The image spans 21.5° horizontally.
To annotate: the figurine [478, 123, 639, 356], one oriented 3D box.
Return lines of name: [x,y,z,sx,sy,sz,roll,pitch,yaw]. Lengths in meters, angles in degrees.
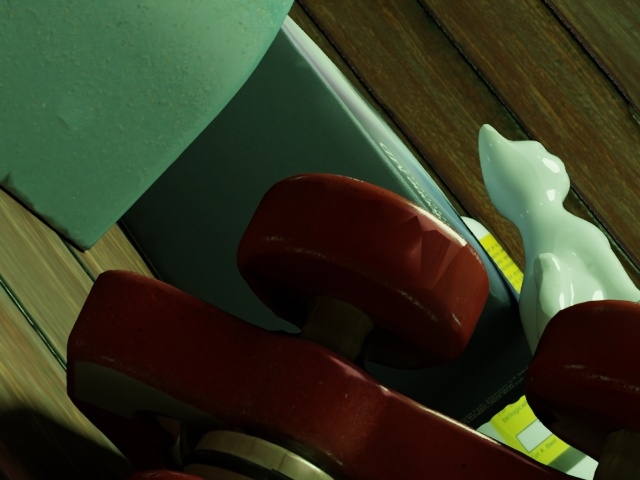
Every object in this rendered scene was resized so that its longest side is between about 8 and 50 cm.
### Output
figurine: [0.186,0.033,1.227,0.215,0.092,0.209,53,13,-47]

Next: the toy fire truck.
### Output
toy fire truck: [0.034,0.119,0.704,0.302,0.169,0.254,24,-24,2]

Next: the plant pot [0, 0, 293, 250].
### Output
plant pot: [-0.145,-0.198,0.955,0.247,0.252,0.248,46,8,-51]

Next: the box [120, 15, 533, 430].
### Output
box: [0.000,0.000,1.233,0.296,0.183,0.294,53,7,25]

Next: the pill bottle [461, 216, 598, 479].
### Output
pill bottle: [0.122,0.101,1.524,0.334,0.188,0.188,52,5,5]

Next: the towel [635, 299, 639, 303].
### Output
towel: [0.252,0.195,1.137,0.271,0.040,0.370,-25,117,-53]
